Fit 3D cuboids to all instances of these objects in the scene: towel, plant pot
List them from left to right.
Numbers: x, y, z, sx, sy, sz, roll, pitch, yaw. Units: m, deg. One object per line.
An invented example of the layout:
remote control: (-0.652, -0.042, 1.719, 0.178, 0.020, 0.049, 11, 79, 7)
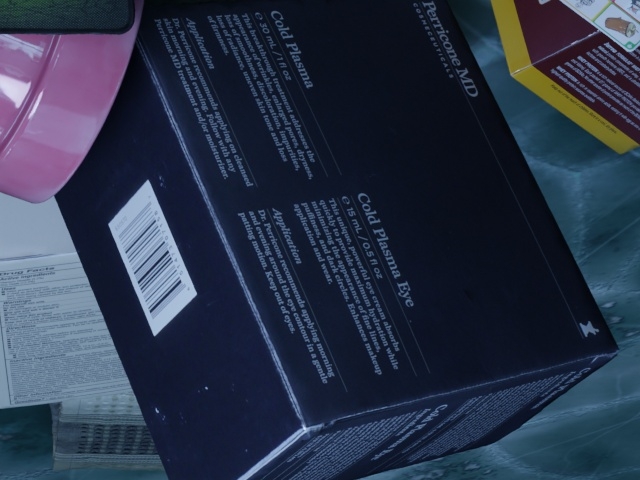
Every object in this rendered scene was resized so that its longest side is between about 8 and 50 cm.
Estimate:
plant pot: (-0.243, -0.149, 1.382, 0.180, 0.201, 0.201, 22, 141, -23)
towel: (-0.127, 0.185, 2.111, 0.324, 0.056, 0.312, 1, 160, -10)

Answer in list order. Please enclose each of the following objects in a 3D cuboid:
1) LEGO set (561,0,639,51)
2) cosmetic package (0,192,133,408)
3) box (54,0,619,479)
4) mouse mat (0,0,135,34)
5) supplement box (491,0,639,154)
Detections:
LEGO set: (0.173, -0.264, 1.353, 0.244, 0.060, 0.182, 34, 128, -10)
cosmetic package: (-0.234, 0.036, 1.808, 0.160, 0.113, 0.309, -7, 152, -10)
box: (0.000, 0.000, 1.508, 0.312, 0.343, 0.179, -9, 157, -38)
mouse mat: (-0.218, -0.206, 1.305, 0.189, 0.153, 0.007, -2, 165, -19)
supplement box: (0.261, -0.189, 1.554, 0.194, 0.129, 0.191, -26, 150, 26)
